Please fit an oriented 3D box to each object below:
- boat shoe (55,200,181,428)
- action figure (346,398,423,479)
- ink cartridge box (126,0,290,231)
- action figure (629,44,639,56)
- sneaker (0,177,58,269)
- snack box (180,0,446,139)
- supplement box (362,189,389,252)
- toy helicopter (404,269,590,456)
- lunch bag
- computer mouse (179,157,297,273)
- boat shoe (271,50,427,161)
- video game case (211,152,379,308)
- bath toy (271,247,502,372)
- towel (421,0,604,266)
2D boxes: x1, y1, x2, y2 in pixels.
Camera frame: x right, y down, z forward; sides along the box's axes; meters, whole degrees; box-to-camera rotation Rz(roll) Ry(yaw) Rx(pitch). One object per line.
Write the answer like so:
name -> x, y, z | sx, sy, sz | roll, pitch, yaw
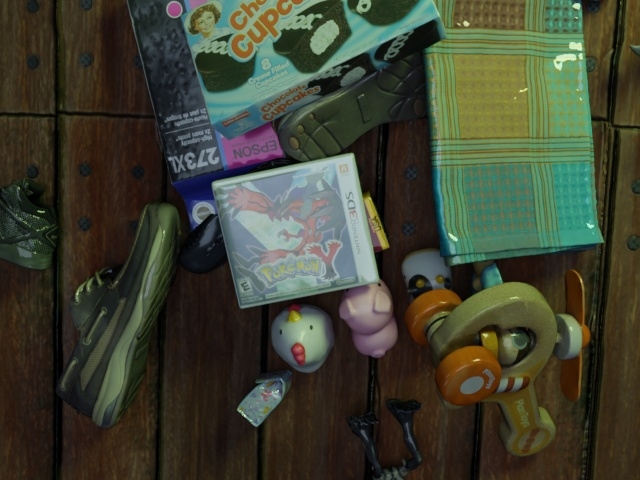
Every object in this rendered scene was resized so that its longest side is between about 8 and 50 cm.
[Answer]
boat shoe -> -0.309, 0.104, 1.287 | 0.130, 0.132, 0.356 | 19, 96, 2
action figure -> 0.116, 0.385, 1.283 | 0.163, 0.141, 0.276 | -13, 94, -6
ink cartridge box -> -0.155, -0.201, 1.278 | 0.175, 0.069, 0.371 | -13, 97, 5
action figure -> 0.644, -0.287, 1.154 | 0.341, 0.178, 0.330 | 42, 107, 1
sneaker -> -0.502, -0.049, 1.309 | 0.227, 0.087, 0.130 | 18, 96, -1
snack box -> -0.016, -0.283, 1.144 | 0.321, 0.060, 0.187 | -24, 65, 12
supplement box -> 0.000, 0.000, 1.264 | 0.188, 0.104, 0.081 | -21, 96, 7
toy helicopter -> 0.277, 0.183, 1.200 | 0.234, 0.140, 0.355 | -26, 131, 1
lunch bag -> -0.080, 0.231, 1.313 | 0.053, 0.071, 0.083 | 44, 100, 3
computer mouse -> -0.122, -0.032, 1.275 | 0.071, 0.041, 0.242 | 37, 111, -21
boat shoe -> 0.073, -0.228, 1.223 | 0.324, 0.116, 0.123 | -23, 135, -12
video game case -> -0.034, -0.012, 1.198 | 0.201, 0.023, 0.184 | -11, 99, 6
bath toy -> 0.090, 0.106, 1.258 | 0.348, 0.129, 0.152 | -15, 95, 7
towel -> 0.266, -0.157, 1.192 | 0.271, 0.040, 0.371 | -6, 92, -24
